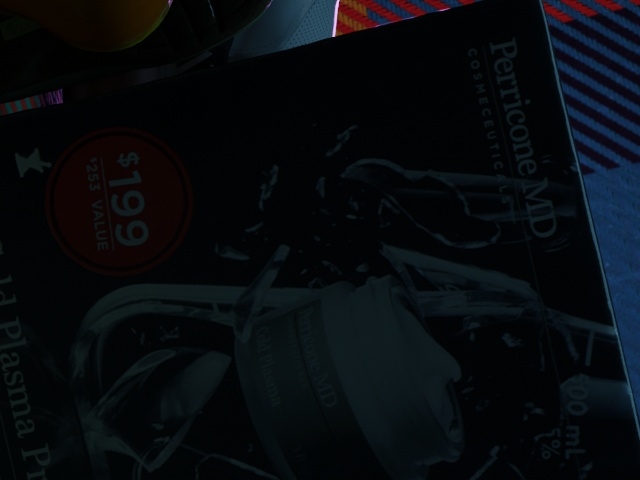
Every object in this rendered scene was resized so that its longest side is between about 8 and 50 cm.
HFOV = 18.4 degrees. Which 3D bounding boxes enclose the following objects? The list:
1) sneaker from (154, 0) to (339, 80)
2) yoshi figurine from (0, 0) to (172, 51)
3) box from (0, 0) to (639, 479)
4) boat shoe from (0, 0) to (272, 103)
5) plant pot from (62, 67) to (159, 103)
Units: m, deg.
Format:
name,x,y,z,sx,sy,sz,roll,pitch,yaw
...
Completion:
name,x,y,z,sx,sy,sz,roll,pitch,yaw
sneaker,0.000,0.000,1.135,0.137,0.210,0.365,-45,156,-66
yoshi figurine,-0.149,-0.147,0.628,0.362,0.203,0.203,66,18,-57
box,-0.009,0.081,0.968,0.179,0.313,0.343,-40,116,-86
boat shoe,-0.112,-0.110,1.000,0.072,0.190,0.068,36,41,-82
plant pot,-0.111,-0.111,1.380,0.167,0.167,0.165,72,13,-55
